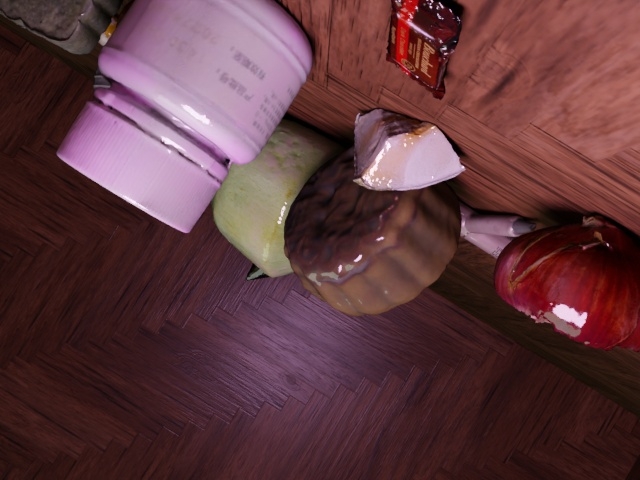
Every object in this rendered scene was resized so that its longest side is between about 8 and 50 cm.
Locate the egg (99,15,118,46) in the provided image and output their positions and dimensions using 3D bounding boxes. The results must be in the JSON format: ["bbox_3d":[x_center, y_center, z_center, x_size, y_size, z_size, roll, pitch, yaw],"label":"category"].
[{"bbox_3d":[-0.447,-0.447,1.520,0.071,0.071,0.083,29,179,40],"label":"egg"}]

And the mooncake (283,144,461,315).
[{"bbox_3d":[0.072,-0.027,1.155,0.161,0.290,0.290,41,171,-38],"label":"mooncake"}]

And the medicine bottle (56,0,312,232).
[{"bbox_3d":[-0.179,-0.186,0.929,0.241,0.302,0.241,32,176,2],"label":"medicine bottle"}]

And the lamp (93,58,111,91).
[{"bbox_3d":[-0.300,-0.282,1.318,0.265,0.233,0.233,2,-164,-38],"label":"lamp"}]

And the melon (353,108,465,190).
[{"bbox_3d":[0.096,-0.129,1.008,0.202,0.139,0.093,32,155,39],"label":"melon"}]

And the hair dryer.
[{"bbox_3d":[0.273,-0.035,1.193,0.195,0.053,0.220,32,176,-4],"label":"hair dryer"}]

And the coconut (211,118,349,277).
[{"bbox_3d":[-0.059,-0.081,1.429,0.328,0.328,0.281,30,166,24],"label":"coconut"}]

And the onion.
[{"bbox_3d":[0.355,0.058,0.944,0.248,0.161,0.248,35,-174,-5],"label":"onion"}]

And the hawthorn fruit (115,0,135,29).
[{"bbox_3d":[-0.264,-0.340,1.139,0.149,0.149,0.189,58,-167,-82],"label":"hawthorn fruit"}]

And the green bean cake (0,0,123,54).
[{"bbox_3d":[-0.350,-0.360,0.936,0.183,0.185,0.094,30,179,8],"label":"green bean cake"}]

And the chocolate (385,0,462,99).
[{"bbox_3d":[0.099,-0.194,0.691,0.086,0.028,0.182,39,177,11],"label":"chocolate"}]

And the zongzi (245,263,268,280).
[{"bbox_3d":[0.000,0.000,1.668,0.383,0.362,0.319,30,-165,1],"label":"zongzi"}]
